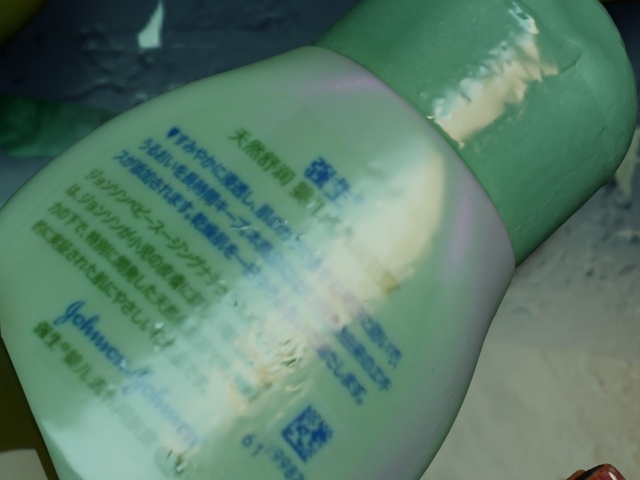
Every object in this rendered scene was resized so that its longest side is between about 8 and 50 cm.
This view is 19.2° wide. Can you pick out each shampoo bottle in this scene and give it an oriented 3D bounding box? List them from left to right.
[{"bbox_3d":[0.000,0.000,0.869,0.222,0.151,0.349,43,75,13],"label":"shampoo bottle"}]

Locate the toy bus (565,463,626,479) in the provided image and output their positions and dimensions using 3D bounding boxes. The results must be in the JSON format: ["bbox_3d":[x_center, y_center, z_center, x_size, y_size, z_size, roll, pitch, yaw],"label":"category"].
[{"bbox_3d":[0.169,0.192,0.875,0.065,0.077,0.192,-39,82,-12],"label":"toy bus"}]

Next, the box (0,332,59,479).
[{"bbox_3d":[-0.262,0.238,0.711,0.420,0.138,0.373,-26,80,11],"label":"box"}]

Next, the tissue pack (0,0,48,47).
[{"bbox_3d":[-0.177,-0.150,0.875,0.127,0.178,0.123,10,74,-23],"label":"tissue pack"}]

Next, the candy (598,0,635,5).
[{"bbox_3d":[0.136,-0.258,0.994,0.187,0.081,0.297,-27,69,-13],"label":"candy"}]
